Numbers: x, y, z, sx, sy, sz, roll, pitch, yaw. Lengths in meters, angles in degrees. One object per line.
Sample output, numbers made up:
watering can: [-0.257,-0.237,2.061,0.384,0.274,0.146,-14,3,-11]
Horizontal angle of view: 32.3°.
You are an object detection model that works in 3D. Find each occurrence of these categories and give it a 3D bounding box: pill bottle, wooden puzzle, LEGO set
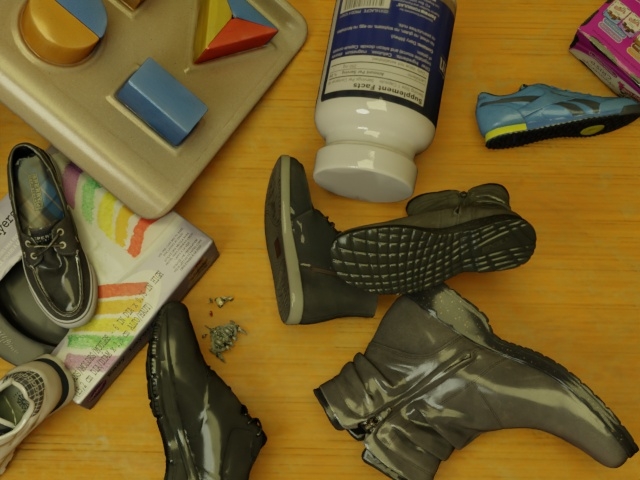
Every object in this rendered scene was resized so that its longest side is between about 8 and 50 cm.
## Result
pill bottle: [0.075,-0.190,1.361,0.153,0.153,0.264,11,76,3]
wooden puzzle: [-0.213,-0.251,1.334,0.322,0.080,0.348,41,65,-11]
LEGO set: [-0.122,0.107,1.351,0.054,0.023,0.083,-22,77,-5]

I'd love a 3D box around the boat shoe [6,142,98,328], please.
boat shoe: [-0.318,-0.011,1.287,0.080,0.076,0.228,-14,76,-3]

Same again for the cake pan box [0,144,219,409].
cake pan box: [-0.301,0.037,1.348,0.246,0.070,0.267,38,79,11]

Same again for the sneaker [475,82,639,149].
sneaker: [0.301,-0.172,1.400,0.209,0.069,0.082,-7,72,-2]

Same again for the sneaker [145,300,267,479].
sneaker: [-0.132,0.209,1.291,0.130,0.109,0.286,-10,88,-12]

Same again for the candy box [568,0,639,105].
candy box: [0.460,-0.282,1.427,0.233,0.071,0.159,-42,79,-9]

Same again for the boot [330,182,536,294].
boot: [0.125,-0.009,1.323,0.247,0.161,0.083,-6,111,-7]

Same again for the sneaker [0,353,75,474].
sneaker: [-0.386,0.221,1.258,0.090,0.095,0.235,44,105,3]

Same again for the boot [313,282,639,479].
boot: [0.176,0.215,1.290,0.338,0.118,0.222,35,81,20]

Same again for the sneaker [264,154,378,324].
sneaker: [0.000,0.000,1.362,0.118,0.083,0.222,1,68,-19]
